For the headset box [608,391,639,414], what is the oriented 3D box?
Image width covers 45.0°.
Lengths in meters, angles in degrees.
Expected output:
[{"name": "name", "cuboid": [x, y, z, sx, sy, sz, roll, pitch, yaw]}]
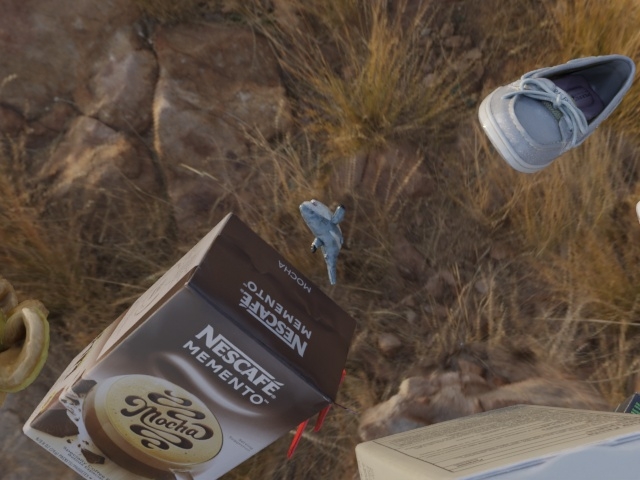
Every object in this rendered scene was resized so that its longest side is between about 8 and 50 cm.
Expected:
[{"name": "headset box", "cuboid": [0.464, 0.410, 1.256, 0.131, 0.246, 0.283, 35, 63, 14]}]

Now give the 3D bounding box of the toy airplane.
[{"name": "toy airplane", "cuboid": [-0.001, 0.168, 0.822, 0.028, 0.151, 0.151, 30, 88, -16]}]

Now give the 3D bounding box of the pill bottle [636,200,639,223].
[{"name": "pill bottle", "cuboid": [0.626, -0.033, 1.156, 0.264, 0.146, 0.146, -20, 79, 20]}]

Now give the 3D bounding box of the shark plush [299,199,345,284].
[{"name": "shark plush", "cuboid": [0.000, 0.000, 1.396, 0.073, 0.067, 0.161, 19, 124, 38]}]

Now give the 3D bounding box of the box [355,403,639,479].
[{"name": "box", "cuboid": [0.124, 0.183, 0.487, 0.149, 0.232, 0.126, -11, 82, -10]}]

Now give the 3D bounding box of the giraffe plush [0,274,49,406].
[{"name": "giraffe plush", "cuboid": [-0.197, 0.068, 0.305, 0.181, 0.210, 0.170, 33, 74, 19]}]

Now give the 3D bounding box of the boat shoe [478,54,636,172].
[{"name": "boat shoe", "cuboid": [0.308, -0.175, 0.987, 0.103, 0.320, 0.118, -41, 78, 43]}]

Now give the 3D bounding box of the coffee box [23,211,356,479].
[{"name": "coffee box", "cuboid": [-0.130, 0.133, 0.752, 0.168, 0.119, 0.297, 42, 123, -13]}]
